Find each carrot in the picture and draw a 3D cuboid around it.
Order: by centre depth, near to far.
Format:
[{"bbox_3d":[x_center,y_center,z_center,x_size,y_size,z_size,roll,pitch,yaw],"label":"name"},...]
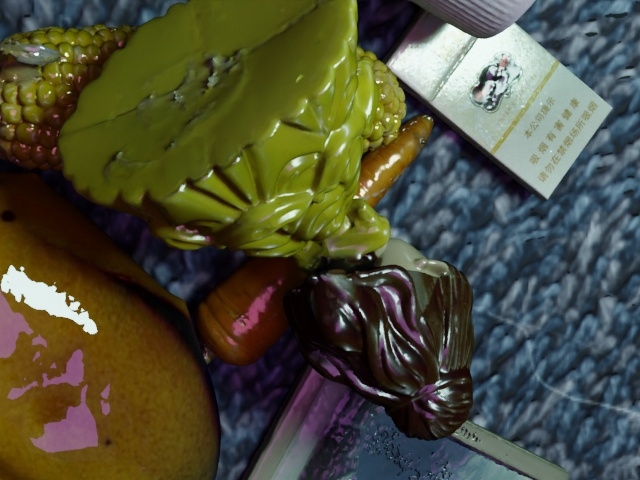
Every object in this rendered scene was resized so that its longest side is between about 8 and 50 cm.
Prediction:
[{"bbox_3d":[0.000,0.000,0.878,0.256,0.061,0.061,-45,107,-6],"label":"carrot"}]

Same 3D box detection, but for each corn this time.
[{"bbox_3d":[-0.085,-0.099,0.818,0.293,0.106,0.106,-3,100,-18],"label":"corn"}]

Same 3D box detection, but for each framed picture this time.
[{"bbox_3d":[0.020,0.279,0.948,0.247,0.022,0.335,29,91,-18],"label":"framed picture"}]

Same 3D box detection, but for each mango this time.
[{"bbox_3d":[-0.187,0.081,0.793,0.201,0.152,0.287,-43,110,-15],"label":"mango"}]

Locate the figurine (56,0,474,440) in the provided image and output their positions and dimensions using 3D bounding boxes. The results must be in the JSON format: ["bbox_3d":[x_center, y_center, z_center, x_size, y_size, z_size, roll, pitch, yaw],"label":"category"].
[{"bbox_3d":[0.004,-0.003,0.775,0.187,0.168,0.315,-43,133,-5],"label":"figurine"}]

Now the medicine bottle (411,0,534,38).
[{"bbox_3d":[0.029,-0.260,0.779,0.273,0.165,0.165,27,92,-14],"label":"medicine bottle"}]

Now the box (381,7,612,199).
[{"bbox_3d":[0.134,-0.116,0.909,0.167,0.024,0.090,37,87,-17],"label":"box"}]
